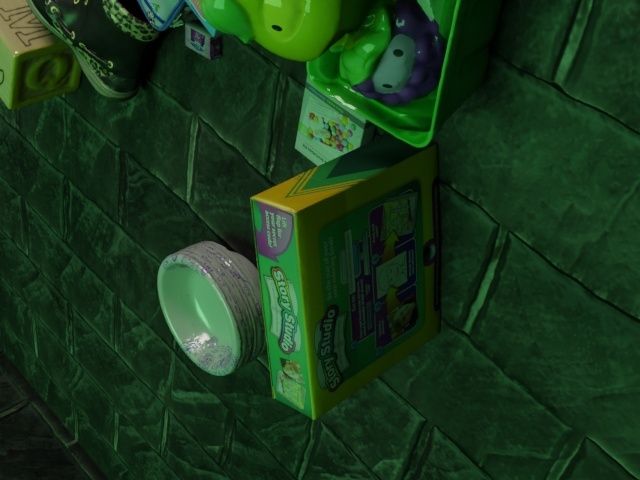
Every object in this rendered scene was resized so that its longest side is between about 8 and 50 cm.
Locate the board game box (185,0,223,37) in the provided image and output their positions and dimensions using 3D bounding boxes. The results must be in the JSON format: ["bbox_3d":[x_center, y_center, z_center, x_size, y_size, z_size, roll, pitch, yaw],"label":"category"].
[{"bbox_3d":[-0.152,-0.485,1.379,0.316,0.242,0.064,54,151,13],"label":"board game box"}]

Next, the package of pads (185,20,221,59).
[{"bbox_3d":[-0.226,-0.385,1.710,0.083,0.032,0.050,34,136,33],"label":"package of pads"}]

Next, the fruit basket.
[{"bbox_3d":[0.050,-0.317,1.141,0.283,0.392,0.392,36,136,32],"label":"fruit basket"}]

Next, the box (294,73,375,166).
[{"bbox_3d":[0.028,-0.200,1.515,0.145,0.038,0.186,40,139,28],"label":"box"}]

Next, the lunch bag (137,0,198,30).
[{"bbox_3d":[-0.295,-0.532,1.597,0.303,0.115,0.243,60,146,-1],"label":"lunch bag"}]

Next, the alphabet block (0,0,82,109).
[{"bbox_3d":[-0.686,-0.457,2.088,0.197,0.193,0.192,50,144,17],"label":"alphabet block"}]

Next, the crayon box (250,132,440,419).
[{"bbox_3d":[0.053,0.050,1.409,0.106,0.313,0.362,23,128,41],"label":"crayon box"}]

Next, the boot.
[{"bbox_3d":[-0.466,-0.500,1.838,0.377,0.138,0.284,57,145,2],"label":"boot"}]

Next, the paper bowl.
[{"bbox_3d":[-0.214,0.136,1.925,0.284,0.148,0.284,29,133,37],"label":"paper bowl"}]
